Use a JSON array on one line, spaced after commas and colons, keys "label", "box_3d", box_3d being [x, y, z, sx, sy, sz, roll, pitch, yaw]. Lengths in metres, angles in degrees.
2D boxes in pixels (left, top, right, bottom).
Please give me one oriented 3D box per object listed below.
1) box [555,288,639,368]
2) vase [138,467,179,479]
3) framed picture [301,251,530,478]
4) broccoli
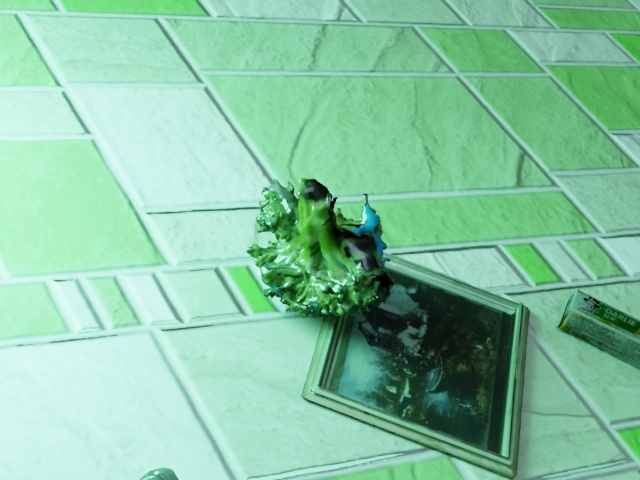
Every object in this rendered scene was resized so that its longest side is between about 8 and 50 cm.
[{"label": "box", "box_3d": [0.375, 0.122, 1.644, 0.207, 0.041, 0.050, 26, 37, 6]}, {"label": "vase", "box_3d": [-0.091, 0.247, 1.177, 0.148, 0.081, 0.081, 29, 34, 16]}, {"label": "framed picture", "box_3d": [0.114, 0.112, 1.527, 0.232, 0.019, 0.296, 21, 34, -3]}, {"label": "broccoli", "box_3d": [0.000, 0.000, 1.489, 0.154, 0.160, 0.167, 0, 51, -4]}]
